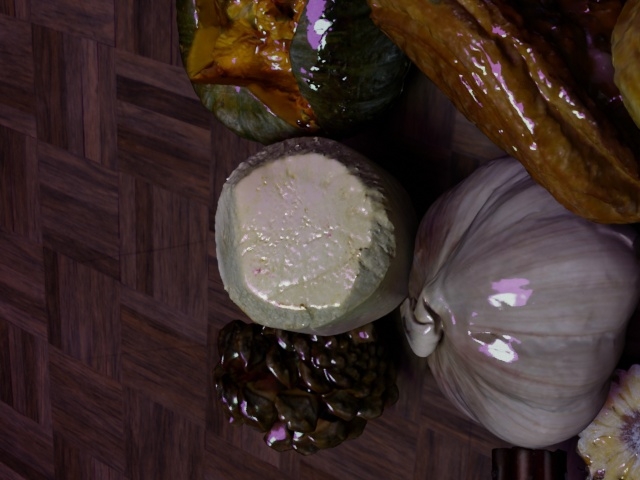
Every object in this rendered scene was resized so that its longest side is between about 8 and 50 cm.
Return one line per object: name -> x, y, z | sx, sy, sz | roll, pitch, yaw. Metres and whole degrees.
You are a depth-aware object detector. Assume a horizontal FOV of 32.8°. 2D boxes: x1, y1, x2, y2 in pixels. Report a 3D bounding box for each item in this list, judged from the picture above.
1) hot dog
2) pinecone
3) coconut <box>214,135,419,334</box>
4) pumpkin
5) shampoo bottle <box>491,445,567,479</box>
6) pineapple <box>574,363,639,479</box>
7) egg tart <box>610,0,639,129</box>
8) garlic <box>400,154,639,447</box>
hot dog -> 0.223, -0.186, 1.067 | 0.387, 0.267, 0.174 | 47, 148, 19
pinecone -> -0.033, 0.172, 1.451 | 0.244, 0.244, 0.309 | 55, 142, 8
coconut -> 0.000, 0.000, 1.287 | 0.239, 0.244, 0.239 | -1, 84, 12
pumpkin -> -0.031, -0.257, 1.293 | 0.321, 0.192, 0.320 | 15, 115, 34
shampoo bottle -> 0.226, 0.390, 1.180 | 0.129, 0.084, 0.322 | 109, 164, -76
pineapple -> 0.376, 0.234, 1.212 | 0.176, 0.137, 0.161 | 22, 77, 29
egg tart -> 0.437, -0.089, 0.828 | 0.443, 0.443, 0.178 | 30, 140, 28
garlic -> 0.213, 0.061, 1.185 | 0.241, 0.322, 0.322 | 20, 126, -5
